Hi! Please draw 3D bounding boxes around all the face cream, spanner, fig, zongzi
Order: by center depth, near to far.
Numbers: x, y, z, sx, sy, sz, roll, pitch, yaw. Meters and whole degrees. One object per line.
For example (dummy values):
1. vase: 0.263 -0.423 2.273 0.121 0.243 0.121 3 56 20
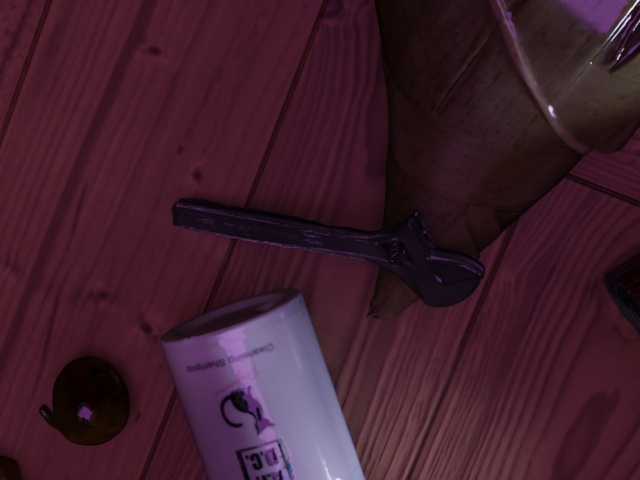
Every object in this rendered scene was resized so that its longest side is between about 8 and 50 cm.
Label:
1. zongzi: 0.055 -0.229 1.118 0.467 0.218 0.500 -42 93 17
2. spanner: 0.000 0.000 1.178 0.325 0.026 0.093 11 126 26
3. face cream: -0.026 0.241 1.216 0.145 0.145 0.369 -19 96 5
4. fig: -0.233 0.167 1.253 0.084 0.082 0.098 40 126 1

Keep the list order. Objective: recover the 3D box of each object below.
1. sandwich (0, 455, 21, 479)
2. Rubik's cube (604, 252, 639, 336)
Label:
1. sandwich: -0.436 0.345 1.270 0.301 0.099 0.271 -1 98 3
2. Rubik's cube: 0.426 0.086 1.131 0.237 0.238 0.237 -32 94 8
